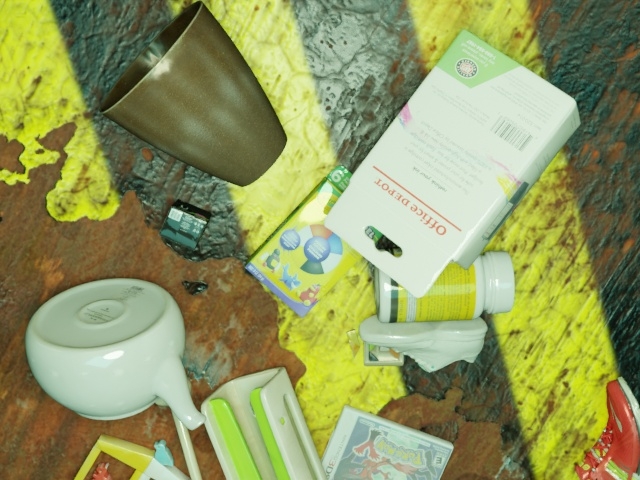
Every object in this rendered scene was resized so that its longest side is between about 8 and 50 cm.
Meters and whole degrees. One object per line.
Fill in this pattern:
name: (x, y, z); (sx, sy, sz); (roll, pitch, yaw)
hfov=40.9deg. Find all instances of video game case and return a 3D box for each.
video game case: (0.101, 0.396, 1.469); (0.201, 0.023, 0.183); (20, 100, -5)

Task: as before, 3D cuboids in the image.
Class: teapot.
teapot: (-0.326, 0.187, 1.323); (0.253, 0.256, 0.187); (-10, 119, -13)

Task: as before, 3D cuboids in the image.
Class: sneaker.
sneaker: (0.164, 0.173, 1.398); (0.212, 0.080, 0.094); (2, 117, -9)
sneaker: (0.486, 0.367, 1.434); (0.118, 0.107, 0.279); (-4, 100, 7)

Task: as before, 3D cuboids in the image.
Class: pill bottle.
pill bottle: (0.193, 0.069, 1.356); (0.209, 0.119, 0.119); (-2, 101, 0)

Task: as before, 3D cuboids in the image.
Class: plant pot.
plant pot: (-0.165, -0.193, 1.267); (0.215, 0.215, 0.230); (-45, 113, 7)

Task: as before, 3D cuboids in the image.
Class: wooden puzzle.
wooden puzzle: (0.104, 0.177, 1.429); (0.116, 0.014, 0.078); (-7, 102, 0)

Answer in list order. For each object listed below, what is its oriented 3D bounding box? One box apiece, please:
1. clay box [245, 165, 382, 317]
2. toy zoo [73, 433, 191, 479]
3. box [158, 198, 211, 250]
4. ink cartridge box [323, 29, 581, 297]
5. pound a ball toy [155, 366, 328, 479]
clay box: (0.000, 0.000, 1.371); (0.127, 0.053, 0.222); (42, 98, -9)
toy zoo: (-0.342, 0.460, 1.468); (0.192, 0.030, 0.293); (30, 99, -7)
box: (-0.211, -0.026, 1.345); (0.062, 0.083, 0.052); (25, 99, -6)
ink cartridge box: (0.192, -0.102, 1.274); (0.207, 0.119, 0.353); (39, 95, 20)
pound a ball toy: (-0.114, 0.342, 1.410); (0.208, 0.136, 0.319); (-18, 96, 24)
